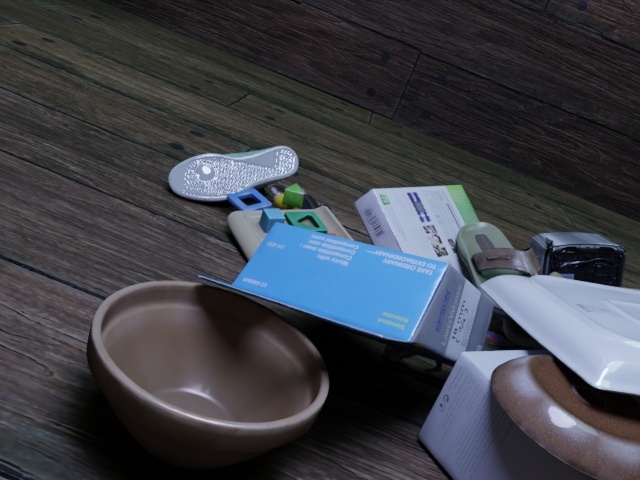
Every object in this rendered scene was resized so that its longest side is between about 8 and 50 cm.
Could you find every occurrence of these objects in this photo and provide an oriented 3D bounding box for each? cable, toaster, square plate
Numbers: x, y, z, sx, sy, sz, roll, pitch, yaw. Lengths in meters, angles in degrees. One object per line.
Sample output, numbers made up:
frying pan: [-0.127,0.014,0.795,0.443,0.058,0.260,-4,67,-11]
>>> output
cable: [0.000,0.000,1.272,0.139,0.072,0.287,27,26,-42]
toaster: [0.516,0.068,1.372,0.168,0.185,0.110,-1,17,-3]
square plate: [0.423,0.119,0.861,0.344,0.049,0.347,10,12,-10]

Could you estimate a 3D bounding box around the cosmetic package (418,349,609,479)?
cosmetic package: [0.281,0.249,0.786,0.224,0.138,0.225,6,25,-36]

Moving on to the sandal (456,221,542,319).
sandal: [0.310,0.039,1.133,0.120,0.086,0.303,-4,33,-14]

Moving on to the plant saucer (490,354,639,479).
plant saucer: [0.281,0.179,0.717,0.199,0.036,0.198,18,22,-8]

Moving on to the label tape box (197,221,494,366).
label tape box: [0.052,0.062,0.824,0.241,0.106,0.334,14,-9,30]

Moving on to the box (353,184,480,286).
box: [0.220,0.010,1.260,0.322,0.058,0.232,-7,68,-48]

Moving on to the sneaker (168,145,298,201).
sneaker: [-0.184,-0.119,1.329,0.256,0.094,0.151,-13,-2,-25]

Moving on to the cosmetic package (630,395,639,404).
cosmetic package: [0.550,0.265,1.053,0.085,0.117,0.231,28,23,13]

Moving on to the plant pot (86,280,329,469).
plant pot: [-0.120,0.146,0.674,0.237,0.109,0.237,20,21,-8]

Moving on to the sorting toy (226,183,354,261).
sorting toy: [-0.039,-0.009,1.141,0.196,0.047,0.347,-7,39,-27]

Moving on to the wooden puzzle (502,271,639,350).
wooden puzzle: [0.512,0.152,1.100,0.348,0.080,0.322,10,19,32]

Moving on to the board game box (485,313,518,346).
board game box: [0.272,0.163,1.114,0.160,0.047,0.210,36,25,32]

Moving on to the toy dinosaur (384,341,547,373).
toy dinosaur: [0.227,0.186,0.951,0.268,0.064,0.118,6,53,-3]
